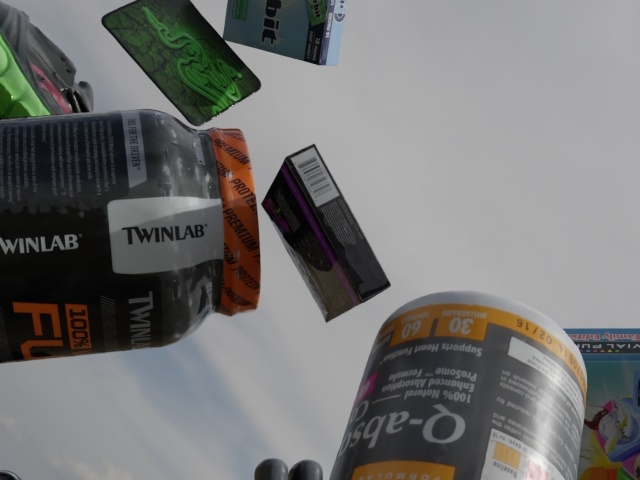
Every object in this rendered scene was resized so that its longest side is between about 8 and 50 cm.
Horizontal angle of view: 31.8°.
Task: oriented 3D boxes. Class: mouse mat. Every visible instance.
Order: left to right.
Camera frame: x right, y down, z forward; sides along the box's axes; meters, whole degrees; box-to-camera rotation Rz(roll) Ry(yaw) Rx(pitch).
[{"bbox_3d":[-0.178,-0.244,1.467,0.189,0.153,0.007,49,-45,1],"label":"mouse mat"}]

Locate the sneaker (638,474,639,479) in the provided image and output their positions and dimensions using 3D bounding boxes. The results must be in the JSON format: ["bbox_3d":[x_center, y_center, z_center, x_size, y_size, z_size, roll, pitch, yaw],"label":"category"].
[{"bbox_3d":[0.323,0.302,0.961,0.102,0.282,0.161,-16,-17,32],"label":"sneaker"}]

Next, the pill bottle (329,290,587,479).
[{"bbox_3d":[0.084,0.180,0.746,0.162,0.278,0.162,11,-45,11],"label":"pill bottle"}]

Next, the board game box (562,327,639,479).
[{"bbox_3d":[0.303,0.223,1.229,0.336,0.079,0.253,-2,-66,16],"label":"board game box"}]

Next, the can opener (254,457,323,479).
[{"bbox_3d":[-0.035,0.353,1.084,0.074,0.280,0.093,6,-20,-21],"label":"can opener"}]

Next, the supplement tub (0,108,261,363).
[{"bbox_3d":[-0.228,-0.003,0.946,0.207,0.338,0.207,175,-90,-80],"label":"supplement tub"}]

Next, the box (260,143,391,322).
[{"bbox_3d":[0.000,0.000,0.854,0.116,0.029,0.162,62,-14,4],"label":"box"}]

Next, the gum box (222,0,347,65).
[{"bbox_3d":[-0.045,-0.325,1.485,0.184,0.041,0.156,22,-70,39],"label":"gum box"}]

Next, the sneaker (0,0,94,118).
[{"bbox_3d":[-0.334,-0.131,1.352,0.185,0.202,0.482,-43,-116,31],"label":"sneaker"}]

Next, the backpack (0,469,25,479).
[{"bbox_3d":[-0.399,0.401,1.225,0.225,0.253,0.191,-11,-41,12],"label":"backpack"}]
